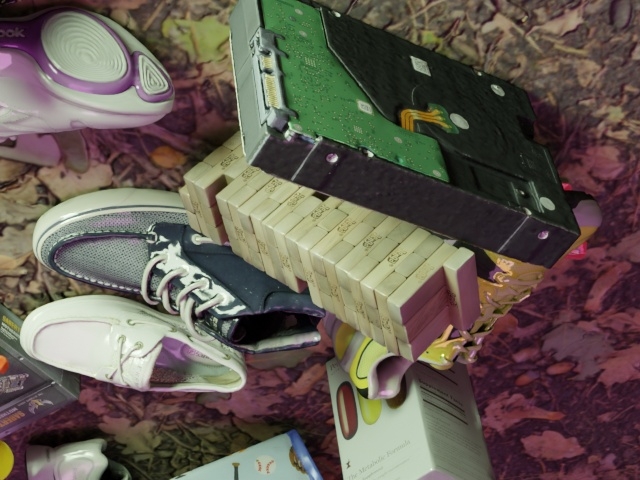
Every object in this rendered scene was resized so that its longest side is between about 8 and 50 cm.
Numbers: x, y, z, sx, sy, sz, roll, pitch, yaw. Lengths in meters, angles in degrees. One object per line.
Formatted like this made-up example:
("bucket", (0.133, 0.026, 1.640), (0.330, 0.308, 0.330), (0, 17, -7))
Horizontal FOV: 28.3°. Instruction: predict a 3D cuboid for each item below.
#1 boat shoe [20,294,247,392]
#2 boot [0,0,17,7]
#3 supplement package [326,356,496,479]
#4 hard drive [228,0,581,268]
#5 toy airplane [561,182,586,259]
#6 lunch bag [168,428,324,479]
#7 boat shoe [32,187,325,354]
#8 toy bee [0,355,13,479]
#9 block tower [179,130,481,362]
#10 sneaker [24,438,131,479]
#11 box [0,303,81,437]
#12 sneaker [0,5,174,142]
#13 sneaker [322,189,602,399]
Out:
("boat shoe", (-0.217, 0.133, 1.524), (0.277, 0.096, 0.098), (7, 114, -20))
("boot", (-0.295, -0.210, 1.119), (0.237, 0.178, 0.085), (-2, 135, -6))
("supplement package", (0.111, 0.238, 1.587), (0.139, 0.244, 0.134), (-38, 129, 25))
("hard drive", (0.077, -0.112, 1.235), (0.339, 0.236, 0.064), (18, 128, -26))
("toy airplane", (0.246, -0.022, 1.499), (0.151, 0.028, 0.151), (2, 134, 2))
("lunch bag", (-0.143, 0.489, 1.766), (0.328, 0.239, 0.385), (-16, 147, -21))
("boat shoe", (-0.147, 0.039, 1.409), (0.341, 0.158, 0.127), (0, 135, -9))
("toy bee", (-0.425, 0.206, 1.473), (0.298, 0.162, 0.195), (-8, 128, 46))
("block tower", (0.000, 0.000, 1.281), (0.097, 0.335, 0.091), (-43, 142, -26))
("sneaker", (-0.308, 0.378, 1.772), (0.118, 0.110, 0.292), (-19, 136, -2))
("box", (-0.443, 0.177, 1.575), (0.231, 0.056, 0.183), (-28, 132, 19))
("sneaker", (-0.298, -0.155, 1.247), (0.305, 0.114, 0.152), (8, 147, -11))
("sneaker", (0.167, 0.061, 1.438), (0.145, 0.147, 0.385), (2, 154, -45))
